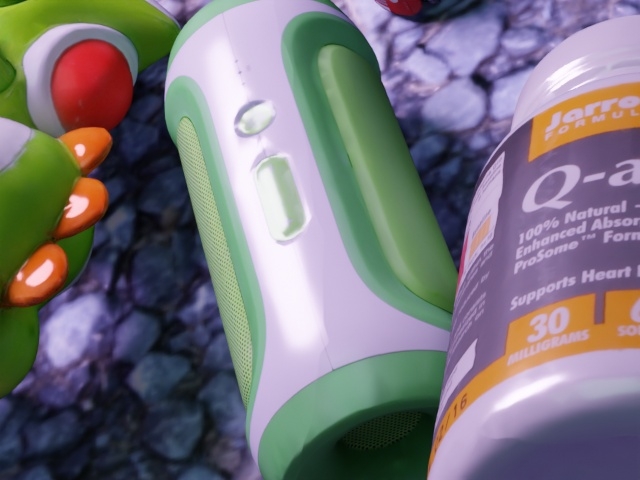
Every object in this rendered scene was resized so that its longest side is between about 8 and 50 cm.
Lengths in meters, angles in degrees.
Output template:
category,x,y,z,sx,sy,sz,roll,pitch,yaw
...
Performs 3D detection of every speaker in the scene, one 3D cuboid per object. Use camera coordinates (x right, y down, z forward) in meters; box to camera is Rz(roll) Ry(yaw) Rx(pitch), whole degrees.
category,x,y,z,sx,sy,sz,roll,pitch,yaw
speaker,0.000,0.000,0.820,0.131,0.131,0.296,-26,48,9

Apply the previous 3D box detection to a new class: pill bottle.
category,x,y,z,sx,sy,sz,roll,pitch,yaw
pill bottle,0.136,0.029,0.668,0.162,0.162,0.278,-13,34,20

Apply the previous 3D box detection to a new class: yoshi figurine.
category,x,y,z,sx,sy,sz,roll,pitch,yaw
yoshi figurine,-0.216,-0.057,0.931,0.203,0.203,0.362,-52,24,42

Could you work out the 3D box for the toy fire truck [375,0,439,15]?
category,x,y,z,sx,sy,sz,roll,pitch,yaw
toy fire truck,0.079,-0.242,0.952,0.192,0.135,0.047,-47,48,-10
